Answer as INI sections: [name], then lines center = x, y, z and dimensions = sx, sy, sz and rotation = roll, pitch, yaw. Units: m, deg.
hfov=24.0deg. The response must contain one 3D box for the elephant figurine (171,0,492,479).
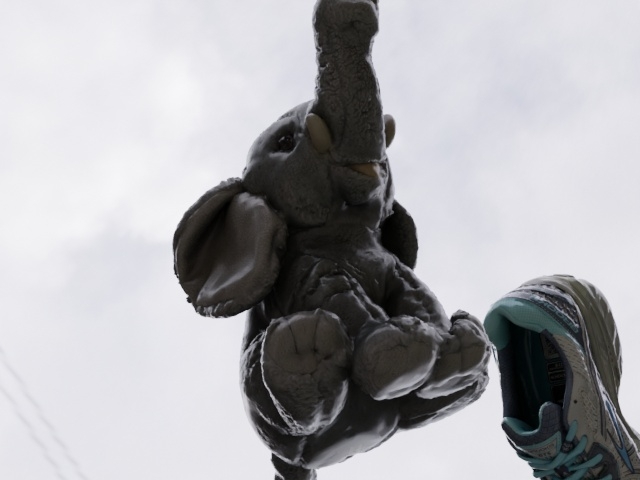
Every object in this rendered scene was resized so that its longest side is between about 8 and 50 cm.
[elephant figurine]
center = 0.000, 0.000, 0.905
dimensions = 0.186, 0.169, 0.239
rotation = -24, -114, 6

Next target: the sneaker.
[sneaker]
center = 0.194, 0.167, 1.183
dimensions = 0.110, 0.122, 0.283
rotation = -28, -104, 34
